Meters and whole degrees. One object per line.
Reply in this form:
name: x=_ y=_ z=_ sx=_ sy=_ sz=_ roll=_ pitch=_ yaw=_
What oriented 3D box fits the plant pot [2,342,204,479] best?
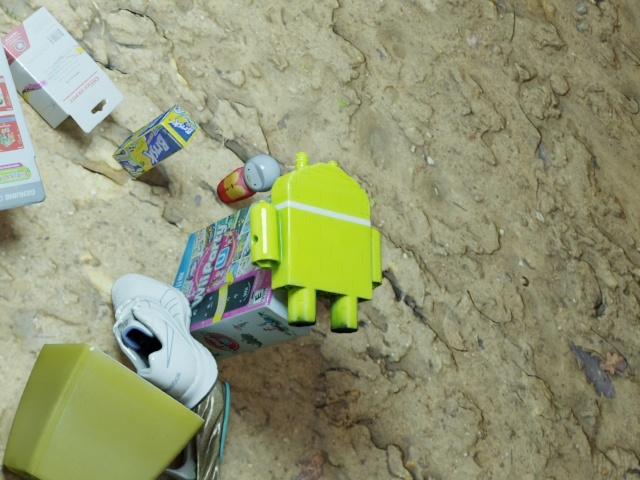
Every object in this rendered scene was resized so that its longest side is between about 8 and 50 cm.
plant pot: x=-0.336 y=0.284 z=1.524 sx=0.212 sy=0.212 sz=0.187 roll=39 pitch=67 yaw=-23

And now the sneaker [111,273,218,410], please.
sneaker: x=-0.259 y=0.131 z=1.600 sx=0.111 sy=0.297 sz=0.129 roll=-49 pitch=132 yaw=4

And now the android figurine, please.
android figurine: x=0.000 y=0.000 z=1.580 sx=0.248 sy=0.056 sz=0.272 roll=11 pitch=69 yaw=-39

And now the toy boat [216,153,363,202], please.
toy boat: x=-0.033 y=-0.047 z=1.919 sx=0.318 sy=0.148 sz=0.267 roll=31 pitch=57 yaw=-28

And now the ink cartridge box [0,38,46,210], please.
ink cartridge box: x=-0.587 y=-0.141 z=1.507 sx=0.309 sy=0.130 sz=0.271 roll=-15 pitch=86 yaw=-42

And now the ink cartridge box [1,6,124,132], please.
ink cartridge box: x=-0.432 y=-0.267 z=1.724 sx=0.198 sy=0.067 sz=0.115 roll=48 pitch=51 yaw=-14

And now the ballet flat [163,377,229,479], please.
ballet flat: x=-0.205 y=0.371 z=1.649 sx=0.124 sy=0.116 sz=0.342 roll=8 pitch=63 yaw=-23

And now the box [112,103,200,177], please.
box: x=-0.274 y=-0.163 z=1.747 sx=0.059 sy=0.169 sz=0.054 roll=46 pitch=51 yaw=-18

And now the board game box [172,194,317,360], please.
board game box: x=-0.122 y=0.063 z=1.699 sx=0.097 sy=0.303 sz=0.224 roll=32 pitch=55 yaw=-29
